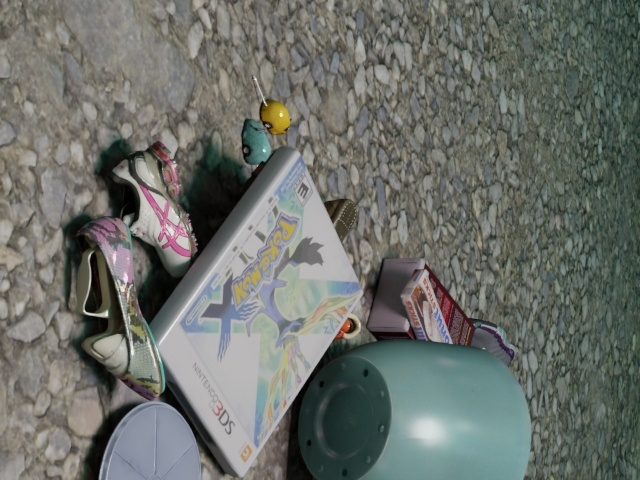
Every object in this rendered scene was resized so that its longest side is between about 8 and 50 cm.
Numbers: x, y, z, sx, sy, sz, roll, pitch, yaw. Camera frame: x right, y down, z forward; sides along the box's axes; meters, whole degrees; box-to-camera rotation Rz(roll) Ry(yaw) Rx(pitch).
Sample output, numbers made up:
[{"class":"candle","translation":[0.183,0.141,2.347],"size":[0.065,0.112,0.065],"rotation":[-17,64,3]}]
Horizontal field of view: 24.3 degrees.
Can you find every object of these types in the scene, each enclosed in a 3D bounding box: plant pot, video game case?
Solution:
[{"class":"plant pot","translation":[0.110,0.272,2.109],"size":[0.235,0.293,0.293],"rotation":[17,72,-42]},{"class":"video game case","translation":[-0.076,0.095,1.911],"size":[0.329,0.036,0.300],"rotation":[-56,143,-27]}]

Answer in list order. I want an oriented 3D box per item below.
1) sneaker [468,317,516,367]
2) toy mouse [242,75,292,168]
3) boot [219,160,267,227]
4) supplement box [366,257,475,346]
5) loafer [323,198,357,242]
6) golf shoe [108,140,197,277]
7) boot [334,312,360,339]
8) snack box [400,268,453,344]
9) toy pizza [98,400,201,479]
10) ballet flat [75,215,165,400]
[{"class":"sneaker","translation":[0.290,0.206,2.626],"size":[0.224,0.083,0.098],"rotation":[37,61,-55]},{"class":"toy mouse","translation":[-0.067,-0.123,2.053],"size":[0.161,0.031,0.143],"rotation":[56,42,-44]},{"class":"boot","translation":[-0.068,-0.022,2.021],"size":[0.106,0.082,0.219],"rotation":[-49,151,-5]},{"class":"supplement box","translation":[0.167,0.142,2.414],"size":[0.239,0.073,0.130],"rotation":[50,48,-47]},{"class":"loafer","translation":[0.000,0.000,2.151],"size":[0.148,0.050,0.056],"rotation":[-55,135,-26]},{"class":"golf shoe","translation":[-0.203,-0.028,1.785],"size":[0.086,0.067,0.186],"rotation":[-27,127,-19]},{"class":"boot","translation":[-0.006,0.113,2.095],"size":[0.158,0.084,0.059],"rotation":[14,78,-58]},{"class":"snack box","translation":[0.169,0.132,2.322],"size":[0.064,0.022,0.178],"rotation":[-59,138,-41]},{"class":"toy pizza","translation":[-0.209,0.292,1.771],"size":[0.201,0.032,0.201],"rotation":[5,84,-60]},{"class":"ballet flat","translation":[-0.240,0.084,1.700],"size":[0.079,0.077,0.221],"rotation":[-17,99,-41]}]
